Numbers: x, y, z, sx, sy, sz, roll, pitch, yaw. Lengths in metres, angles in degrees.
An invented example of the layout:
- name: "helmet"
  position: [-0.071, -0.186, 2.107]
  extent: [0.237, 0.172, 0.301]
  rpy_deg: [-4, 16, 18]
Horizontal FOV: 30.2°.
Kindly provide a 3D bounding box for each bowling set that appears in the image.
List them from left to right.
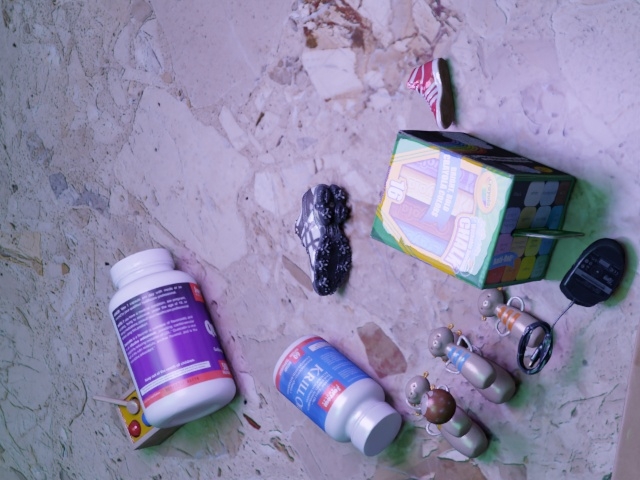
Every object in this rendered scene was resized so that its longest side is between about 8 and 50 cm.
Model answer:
- name: "bowling set"
  position: [0.201, 0.203, 1.843]
  extent: [0.154, 0.200, 0.287]
  rpy_deg: [39, 113, 35]

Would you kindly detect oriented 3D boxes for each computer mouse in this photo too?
- name: "computer mouse"
  position: [0.368, 0.098, 1.761]
  extent: [0.071, 0.041, 0.242]
  rpy_deg: [35, 106, -1]

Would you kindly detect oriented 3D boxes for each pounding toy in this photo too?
- name: "pounding toy"
  position: [-0.369, 0.343, 2.414]
  extent: [0.130, 0.100, 0.141]
  rpy_deg: [-41, 66, 35]

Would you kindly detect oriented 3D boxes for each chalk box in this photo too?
- name: "chalk box"
  position: [0.253, -0.039, 1.787]
  extent: [0.289, 0.180, 0.179]
  rpy_deg: [28, 110, 38]

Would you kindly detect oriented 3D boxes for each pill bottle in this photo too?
- name: "pill bottle"
  position: [-0.296, 0.185, 2.286]
  extent: [0.181, 0.181, 0.323]
  rpy_deg: [-34, 70, 37]
- name: "pill bottle"
  position: [0.032, 0.269, 2.039]
  extent: [0.221, 0.124, 0.124]
  rpy_deg: [36, 115, 34]

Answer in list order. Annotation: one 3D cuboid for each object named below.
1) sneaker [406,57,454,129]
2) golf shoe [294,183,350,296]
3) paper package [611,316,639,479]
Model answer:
- name: "sneaker"
  position: [0.178, -0.233, 1.933]
  extent: [0.067, 0.042, 0.118]
  rpy_deg: [-12, 77, 37]
- name: "golf shoe"
  position: [0.000, 0.000, 2.094]
  extent: [0.094, 0.077, 0.198]
  rpy_deg: [-1, 85, 52]
- name: "paper package"
  position: [0.573, 0.239, 1.528]
  extent: [0.325, 0.168, 0.309]
  rpy_deg: [15, 101, 41]
